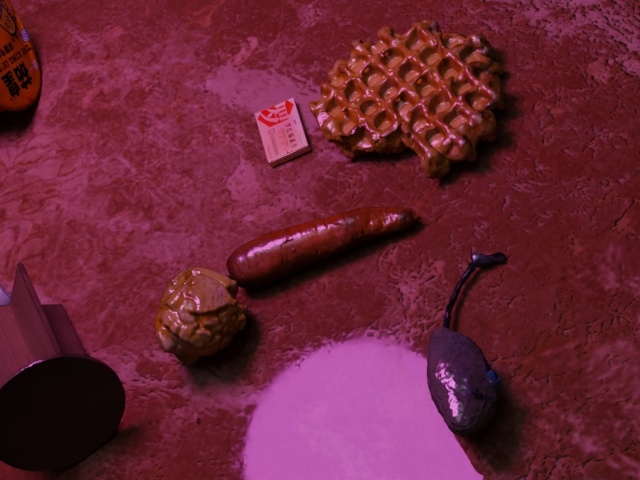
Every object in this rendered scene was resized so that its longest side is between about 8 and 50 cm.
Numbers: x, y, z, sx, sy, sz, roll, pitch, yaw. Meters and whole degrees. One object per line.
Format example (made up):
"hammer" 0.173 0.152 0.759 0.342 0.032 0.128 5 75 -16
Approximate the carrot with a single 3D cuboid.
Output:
"carrot" 0.000 0.000 1.626 0.248 0.059 0.059 -19 52 8

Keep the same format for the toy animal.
"toy animal" 0.156 0.115 1.476 0.079 0.070 0.252 15 45 -7

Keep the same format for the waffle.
"waffle" 0.107 -0.176 1.698 0.253 0.056 0.249 -11 53 15

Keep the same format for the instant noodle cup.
"instant noodle cup" -0.540 -0.259 1.959 0.172 0.216 0.215 -21 51 22

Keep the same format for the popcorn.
"popcorn" -0.142 0.090 1.600 0.106 0.121 0.116 10 84 -12

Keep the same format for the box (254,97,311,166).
"box" -0.050 -0.143 1.771 0.058 0.015 0.093 -22 51 7

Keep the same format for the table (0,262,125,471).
"table" -0.350 0.142 1.630 0.167 0.167 0.226 -35 42 -2

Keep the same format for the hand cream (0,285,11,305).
"hand cream" -0.517 0.189 1.731 0.085 0.058 0.331 39 83 24
